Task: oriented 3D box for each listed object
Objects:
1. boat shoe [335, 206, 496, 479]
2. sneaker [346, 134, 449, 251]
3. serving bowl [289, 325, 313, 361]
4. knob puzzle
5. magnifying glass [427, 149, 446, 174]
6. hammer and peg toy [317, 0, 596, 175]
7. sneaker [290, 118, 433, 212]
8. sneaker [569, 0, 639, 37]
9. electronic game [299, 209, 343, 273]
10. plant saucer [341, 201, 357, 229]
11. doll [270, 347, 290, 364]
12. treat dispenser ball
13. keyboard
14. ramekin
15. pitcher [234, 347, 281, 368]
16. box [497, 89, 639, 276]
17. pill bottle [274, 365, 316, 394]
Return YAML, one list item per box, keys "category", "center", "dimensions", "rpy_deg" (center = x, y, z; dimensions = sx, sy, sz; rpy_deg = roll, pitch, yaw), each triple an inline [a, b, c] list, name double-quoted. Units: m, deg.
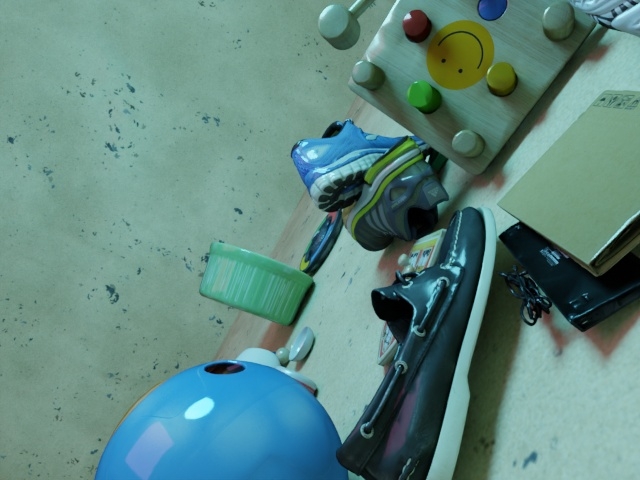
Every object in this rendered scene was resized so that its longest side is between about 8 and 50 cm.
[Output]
- category: "boat shoe"
  center: [0.102, 0.088, 0.530]
  dimensions: [0.127, 0.113, 0.340]
  rpy_deg: [90, -161, -61]
- category: "sneaker"
  center: [0.125, -0.040, 0.851]
  dimensions: [0.111, 0.121, 0.300]
  rpy_deg: [-32, -18, -15]
- category: "serving bowl"
  center: [-0.037, 0.232, 1.122]
  dimensions: [0.083, 0.027, 0.083]
  rpy_deg: [-58, 11, 17]
- category: "knob puzzle"
  center: [0.111, 0.080, 0.711]
  dimensions: [0.213, 0.030, 0.213]
  rpy_deg: [-158, 90, -90]
- category: "magnifying glass"
  center: [0.217, -0.150, 0.953]
  dimensions: [0.231, 0.026, 0.092]
  rpy_deg: [-63, 11, -12]
- category: "hammer and peg toy"
  center: [0.162, -0.300, 0.731]
  dimensions: [0.266, 0.361, 0.127]
  rpy_deg: [-55, -18, 20]
- category: "sneaker"
  center: [0.082, -0.161, 0.911]
  dimensions: [0.330, 0.147, 0.130]
  rpy_deg: [-18, -25, -45]
- category: "sneaker"
  center: [0.340, -0.326, 0.556]
  dimensions: [0.137, 0.210, 0.366]
  rpy_deg: [-53, 47, 39]
- category: "electronic game"
  center: [0.000, 0.000, 1.532]
  dimensions: [0.229, 0.048, 0.229]
  rpy_deg: [-58, 10, 16]
- category: "plant saucer"
  center: [0.112, -0.119, 1.347]
  dimensions: [0.200, 0.037, 0.200]
  rpy_deg: [-57, 10, 16]
- category: "doll"
  center: [-0.132, 0.329, 1.263]
  dimensions: [0.189, 0.046, 0.129]
  rpy_deg: [-55, 12, 29]
- category: "treat dispenser ball"
  center: [-0.109, 0.286, 0.588]
  dimensions: [0.288, 0.288, 0.288]
  rpy_deg: [-57, 10, 17]
- category: "keyboard"
  center: [0.218, 0.027, 0.467]
  dimensions: [0.100, 0.038, 0.192]
  rpy_deg: [-33, 16, 14]
- category: "ramekin"
  center: [-0.184, 0.127, 1.407]
  dimensions: [0.303, 0.303, 0.148]
  rpy_deg: [160, 130, -75]
- category: "pitcher"
  center: [-0.168, 0.359, 1.132]
  dimensions: [0.178, 0.125, 0.207]
  rpy_deg: [-36, 34, 46]
- category: "box"
  center: [0.257, -0.065, 0.461]
  dimensions: [0.164, 0.021, 0.201]
  rpy_deg: [-49, 13, 13]
- category: "pill bottle"
  center: [-0.076, 0.315, 0.910]
  dimensions: [0.160, 0.087, 0.087]
  rpy_deg: [-64, 11, -20]
